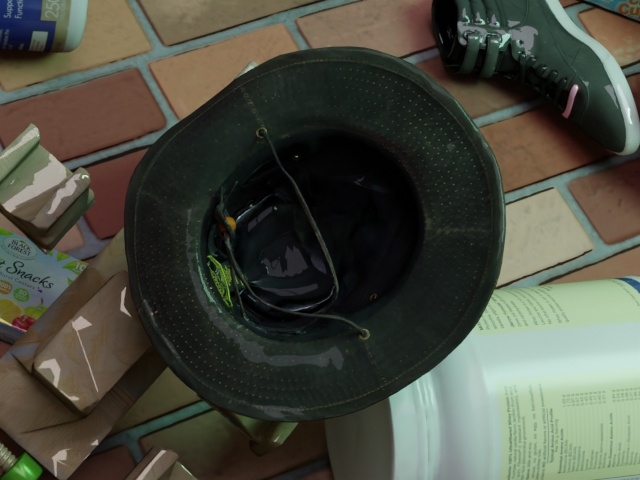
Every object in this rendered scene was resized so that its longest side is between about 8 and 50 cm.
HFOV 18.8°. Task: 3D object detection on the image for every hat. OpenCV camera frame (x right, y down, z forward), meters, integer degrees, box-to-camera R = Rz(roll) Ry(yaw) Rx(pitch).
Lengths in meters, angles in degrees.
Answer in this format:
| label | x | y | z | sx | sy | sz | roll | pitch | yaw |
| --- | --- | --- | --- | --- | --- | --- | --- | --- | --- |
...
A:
| label | x | y | z | sx | sy | sz | roll | pitch | yaw |
| --- | --- | --- | --- | --- | --- | --- | --- | --- | --- |
| hat | 0.000 | 0.000 | 1.678 | 0.331 | 0.134 | 0.331 | -1 | 85 | 6 |

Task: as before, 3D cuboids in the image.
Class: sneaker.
| label | x | y | z | sx | sy | sz | roll | pitch | yaw |
| --- | --- | --- | --- | --- | --- | --- | --- | --- | --- |
| sneaker | 0.229 | -0.190 | 2.154 | 0.147 | 0.104 | 0.296 | -20 | 61 | -24 |

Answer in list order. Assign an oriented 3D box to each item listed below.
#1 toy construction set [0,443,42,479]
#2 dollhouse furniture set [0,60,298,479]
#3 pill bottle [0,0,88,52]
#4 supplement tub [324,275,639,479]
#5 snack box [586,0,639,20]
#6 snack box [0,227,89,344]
| label | x | y | z | sx | sy | sz | roll | pitch | yaw |
| --- | --- | --- | --- | --- | --- | --- | --- | --- | --- |
| toy construction set | -0.284 | 0.335 | 1.646 | 0.237 | 0.257 | 0.309 | 45 | 33 | -8 |
| dollhouse furniture set | -0.157 | 0.048 | 1.839 | 0.362 | 0.256 | 0.394 | 42 | 75 | -1 |
| pill bottle | -0.378 | -0.276 | 1.999 | 0.264 | 0.153 | 0.153 | 1 | 59 | -14 |
| supplement tub | 0.186 | 0.160 | 1.840 | 0.324 | 0.235 | 0.235 | -4 | 61 | -18 |
| snack box | 0.471 | -0.320 | 2.323 | 0.322 | 0.060 | 0.187 | 21 | 54 | -3 |
| snack box | -0.308 | 0.043 | 1.890 | 0.141 | 0.037 | 0.100 | 22 | 55 | -3 |
